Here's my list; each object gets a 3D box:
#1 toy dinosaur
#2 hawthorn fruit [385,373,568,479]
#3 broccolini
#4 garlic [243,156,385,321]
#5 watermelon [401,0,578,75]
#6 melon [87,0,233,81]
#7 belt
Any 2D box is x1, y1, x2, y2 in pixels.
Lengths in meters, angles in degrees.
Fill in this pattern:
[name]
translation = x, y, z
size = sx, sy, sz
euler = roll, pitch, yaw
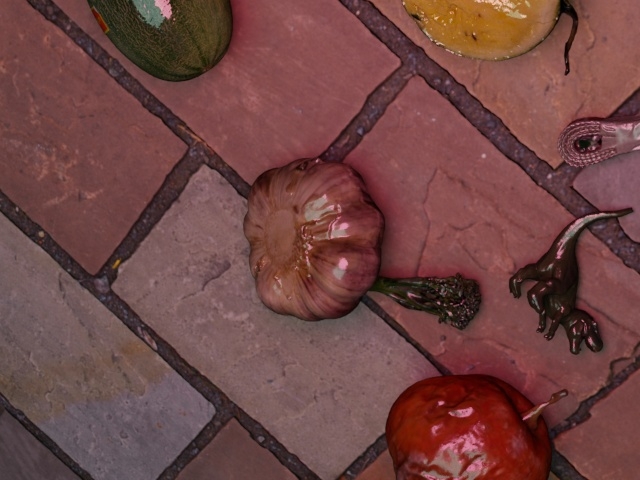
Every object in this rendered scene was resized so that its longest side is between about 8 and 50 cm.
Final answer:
[toy dinosaur]
translation = 0.359, 0.053, 1.555
size = 0.179, 0.087, 0.187
euler = -31, 117, -7
[hawthorn fruit]
translation = 0.234, 0.282, 1.582
size = 0.271, 0.242, 0.242
euler = -29, 98, 20
[broccolini]
translation = 0.138, 0.066, 1.634
size = 0.202, 0.068, 0.091
euler = 19, 146, 24
[garlic]
translation = 0.000, 0.000, 1.601
size = 0.245, 0.160, 0.245
euler = -6, 82, 46
[watermelon]
translation = 0.216, -0.330, 1.388
size = 0.232, 0.127, 0.204
euler = 14, 124, 20
[melon]
translation = -0.230, -0.353, 1.530
size = 0.182, 0.182, 0.288
euler = -23, 99, 28
[belt]
translation = 0.416, -0.142, 1.431
size = 0.232, 0.053, 0.071
euler = -7, 107, 25
